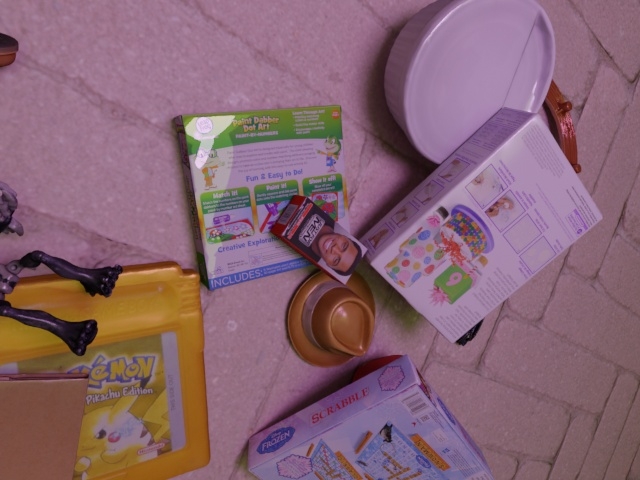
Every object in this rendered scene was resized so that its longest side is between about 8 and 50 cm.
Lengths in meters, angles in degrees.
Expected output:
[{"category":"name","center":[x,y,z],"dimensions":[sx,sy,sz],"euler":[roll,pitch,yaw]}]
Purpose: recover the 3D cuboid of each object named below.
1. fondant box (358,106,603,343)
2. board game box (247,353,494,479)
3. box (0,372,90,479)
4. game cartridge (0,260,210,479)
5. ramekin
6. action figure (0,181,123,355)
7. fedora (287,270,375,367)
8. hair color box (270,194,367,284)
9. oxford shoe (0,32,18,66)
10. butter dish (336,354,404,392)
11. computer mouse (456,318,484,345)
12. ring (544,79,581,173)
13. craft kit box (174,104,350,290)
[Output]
[{"category":"fondant box","center":[0.263,-0.017,0.731],"dimensions":[0.330,0.096,0.238],"euler":[-43,115,8]},{"category":"board game box","center":[0.094,0.385,0.768],"dimensions":[0.317,0.066,0.319],"euler":[-31,117,11]},{"category":"box","center":[-0.383,0.260,0.523],"dimensions":[0.164,0.021,0.201],"euler":[9,93,-30]},{"category":"game cartridge","center":[-0.301,0.200,0.597],"dimensions":[0.285,0.052,0.324],"euler":[-7,104,-28]},{"category":"ramekin","center":[0.230,-0.267,0.720],"dimensions":[0.272,0.127,0.273],"euler":[-11,125,-15]},{"category":"action figure","center":[-0.361,0.019,0.451],"dimensions":[0.275,0.141,0.164],"euler":[22,56,-16]},{"category":"fedora","center":[0.038,0.143,0.760],"dimensions":[0.194,0.079,0.195],"euler":[-7,104,-28]},{"category":"hair color box","center":[0.000,0.000,0.670],"dimensions":[0.141,0.043,0.072],"euler":[38,80,-30]},{"category":"oxford shoe","center":[-0.428,-0.177,0.452],"dimensions":[0.212,0.076,0.076],"euler":[-21,140,-27]},{"category":"butter dish","center":[0.133,0.273,0.825],"dimensions":[0.160,0.118,0.160],"euler":[-23,120,21]},{"category":"computer mouse","center":[0.283,0.100,0.894],"dimensions":[0.272,0.072,0.189],"euler":[33,84,-30]},{"category":"ring","center":[0.451,-0.213,0.900],"dimensions":[0.336,0.032,0.337],"euler":[4,83,-35]},{"category":"craft kit box","center":[-0.075,-0.073,0.669],"dimensions":[0.249,0.061,0.247],"euler":[-12,108,-27]}]
